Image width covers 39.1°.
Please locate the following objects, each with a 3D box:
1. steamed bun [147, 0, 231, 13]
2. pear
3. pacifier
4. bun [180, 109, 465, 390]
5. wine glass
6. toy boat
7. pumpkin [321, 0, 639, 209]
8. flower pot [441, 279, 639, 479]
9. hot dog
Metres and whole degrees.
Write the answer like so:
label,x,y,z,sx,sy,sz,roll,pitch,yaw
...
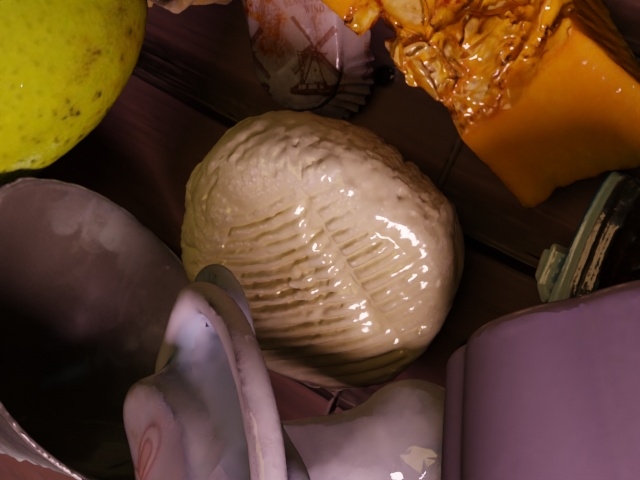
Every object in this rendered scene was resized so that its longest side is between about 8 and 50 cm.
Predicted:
label,x,y,z,sx,sy,sz,roll,pitch,yaw
steamed bun,-0.131,-0.306,0.797,0.177,0.106,0.192,29,107,22
pear,-0.290,-0.164,0.733,0.317,0.238,0.343,-20,54,9
pacifier,-0.003,0.132,0.573,0.239,0.225,0.287,104,149,-41
bun,0.000,0.000,0.679,0.220,0.134,0.221,12,124,19
wine glass,-0.302,0.164,0.759,0.406,0.267,0.267,-35,71,25
toy boat,0.186,0.018,0.633,0.066,0.059,0.140,25,97,56
pumpkin,0.125,-0.148,0.631,0.248,0.126,0.131,47,121,-6
flower pot,0.175,0.158,0.489,0.265,0.265,0.243,-21,68,23
hot dog,-0.013,-0.217,0.711,0.131,0.069,0.253,7,111,31
